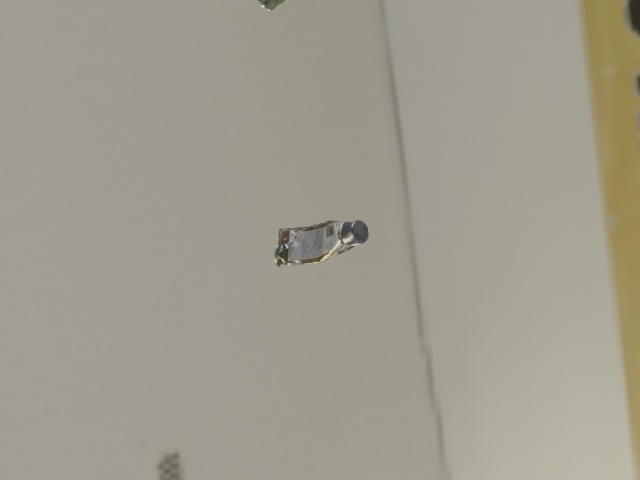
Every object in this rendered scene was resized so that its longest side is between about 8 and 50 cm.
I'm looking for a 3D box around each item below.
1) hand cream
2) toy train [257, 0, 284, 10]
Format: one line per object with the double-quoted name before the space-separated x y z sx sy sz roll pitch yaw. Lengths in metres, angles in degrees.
"hand cream" 0.000 0.000 2.558 0.039 0.163 0.062 17 -111 -45
"toy train" -0.127 -0.400 1.939 0.299 0.131 0.202 52 -161 16
